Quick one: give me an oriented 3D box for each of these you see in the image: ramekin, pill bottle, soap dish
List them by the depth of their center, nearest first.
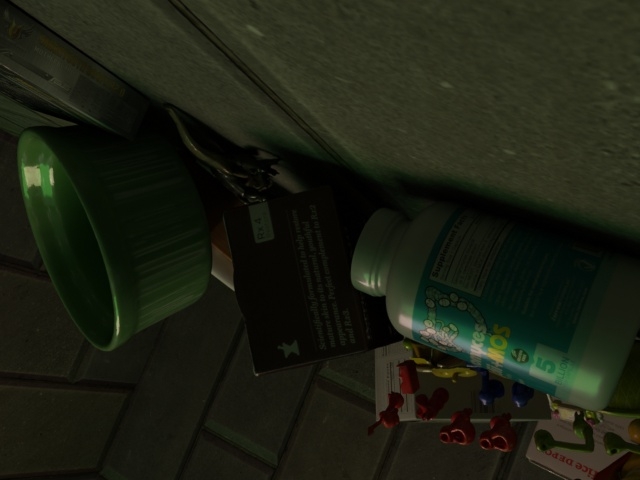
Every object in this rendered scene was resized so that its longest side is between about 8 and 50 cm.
[{"bbox_3d":[0.166,0.049,0.657,0.264,0.146,0.146,20,174,25],"label":"pill bottle"},{"bbox_3d":[-0.274,-0.019,0.911,0.148,0.303,0.303,-22,-157,-33],"label":"ramekin"},{"bbox_3d":[-0.153,-0.009,1.109,0.229,0.118,0.291,37,173,38],"label":"soap dish"}]

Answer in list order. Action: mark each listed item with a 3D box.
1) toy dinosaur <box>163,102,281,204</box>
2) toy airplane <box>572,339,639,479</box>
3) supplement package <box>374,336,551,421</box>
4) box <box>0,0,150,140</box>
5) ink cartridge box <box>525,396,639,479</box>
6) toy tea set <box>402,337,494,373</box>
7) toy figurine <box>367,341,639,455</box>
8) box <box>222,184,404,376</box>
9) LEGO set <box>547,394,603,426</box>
[{"bbox_3d":[-0.102,-0.088,0.877,0.118,0.064,0.268,27,174,21],"label":"toy dinosaur"},{"bbox_3d":[0.562,0.323,1.018,0.386,0.384,0.272,13,149,-1],"label":"toy airplane"},{"bbox_3d":[0.240,0.211,1.173,0.262,0.203,0.145,6,163,-20],"label":"supplement package"},{"bbox_3d":[-0.328,-0.193,0.731,0.183,0.056,0.231,19,174,28],"label":"box"},{"bbox_3d":[0.574,0.360,1.378,0.207,0.282,0.117,18,173,44],"label":"ink cartridge box"},{"bbox_3d":[0.277,0.102,0.959,0.336,0.124,0.200,-9,-171,45],"label":"toy tea set"},{"bbox_3d":[0.208,0.096,0.767,0.363,0.217,0.191,-7,-170,39],"label":"toy figurine"},{"bbox_3d":[0.010,0.061,0.908,0.143,0.191,0.381,-14,171,12],"label":"box"},{"bbox_3d":[0.366,0.191,1.024,0.287,0.132,0.107,-146,33,-75],"label":"LEGO set"}]
